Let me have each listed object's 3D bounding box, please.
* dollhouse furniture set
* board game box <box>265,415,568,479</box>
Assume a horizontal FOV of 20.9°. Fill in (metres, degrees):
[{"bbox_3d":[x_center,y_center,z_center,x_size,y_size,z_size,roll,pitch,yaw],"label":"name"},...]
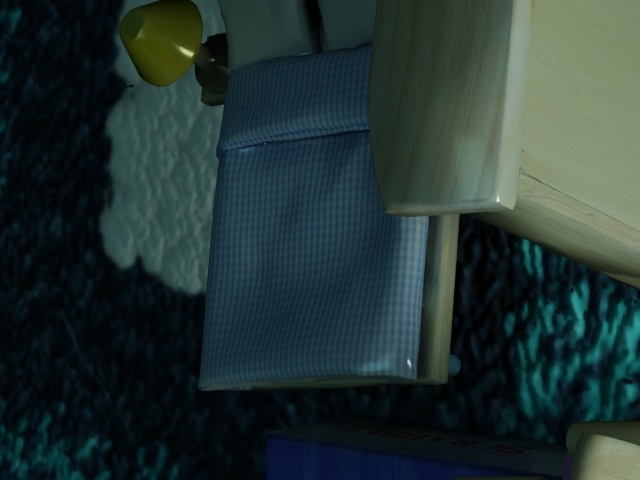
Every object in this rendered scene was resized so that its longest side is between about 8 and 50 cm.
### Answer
[{"bbox_3d":[0.000,0.000,0.691,0.303,0.198,0.286,-4,74,40],"label":"dollhouse furniture set"},{"bbox_3d":[0.113,0.251,0.751,0.318,0.066,0.318,2,95,41],"label":"board game box"}]
